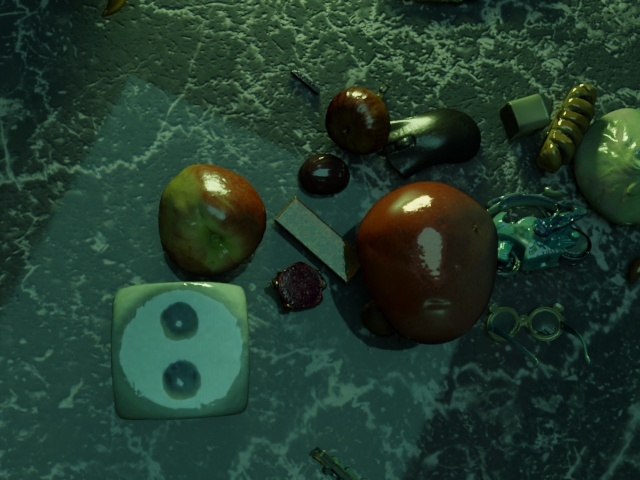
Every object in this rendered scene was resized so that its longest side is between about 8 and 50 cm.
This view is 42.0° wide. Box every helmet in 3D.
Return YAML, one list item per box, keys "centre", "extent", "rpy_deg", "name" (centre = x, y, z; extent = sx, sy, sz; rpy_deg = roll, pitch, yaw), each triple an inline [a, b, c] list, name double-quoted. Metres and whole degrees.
- centre: [0.013, -0.156, 1.904]
  extent: [0.123, 0.070, 0.098]
  rpy_deg: [-8, 81, -9]
  name: "helmet"

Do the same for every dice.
- centre: [-0.282, 0.226, 1.692]
  extent: [0.264, 0.268, 0.263]
  rpy_deg: [-1, 80, -10]
  name: "dice"

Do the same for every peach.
- centre: [-0.241, -0.054, 1.782]
  extent: [0.232, 0.257, 0.233]
  rpy_deg: [-8, 122, -13]
  name: "peach"

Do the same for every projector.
- centre: [0.486, -0.295, 1.992]
  extent: [0.082, 0.083, 0.083]
  rpy_deg: [-17, 84, -11]
  name: "projector"

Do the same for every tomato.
- centre: [0.238, 0.045, 1.764]
  extent: [0.272, 0.341, 0.342]
  rpy_deg: [-28, 84, 29]
  name: "tomato"

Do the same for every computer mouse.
- centre: [0.259, -0.240, 1.952]
  extent: [0.264, 0.088, 0.147]
  rpy_deg: [-19, 81, -9]
  name: "computer mouse"

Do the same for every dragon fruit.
- centre: [-0.051, 0.104, 1.854]
  extent: [0.126, 0.068, 0.112]
  rpy_deg: [-30, 97, -25]
  name: "dragon fruit"

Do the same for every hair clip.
- centre: [0.056, 0.511, 1.810]
  extent: [0.173, 0.049, 0.049]
  rpy_deg: [41, 77, -5]
  name: "hair clip"

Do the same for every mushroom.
- centre: [0.133, 0.151, 1.870]
  extent: [0.088, 0.072, 0.130]
  rpy_deg: [-13, 73, 30]
  name: "mushroom"

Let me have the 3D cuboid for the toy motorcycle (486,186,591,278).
- centre: [0.485, -0.018, 1.923]
  extent: [0.260, 0.154, 0.206]
  rpy_deg: [-10, 59, -6]
  name: "toy motorcycle"

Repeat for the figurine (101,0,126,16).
- centre: [-0.518, -0.728, 1.839]
  extent: [0.387, 0.268, 0.401]
  rpy_deg: [-49, 124, -29]
  name: "figurine"

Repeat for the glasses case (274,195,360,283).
- centre: [0.000, 0.000, 1.885]
  extent: [0.218, 0.049, 0.075]
  rpy_deg: [41, 84, 0]
  name: "glasses case"

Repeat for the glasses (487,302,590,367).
- centre: [0.486, 0.233, 1.856]
  extent: [0.189, 0.221, 0.088]
  rpy_deg: [1, 119, -10]
  name: "glasses"

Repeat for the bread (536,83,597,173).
- centre: [0.584, -0.258, 1.973]
  extent: [0.081, 0.134, 0.225]
  rpy_deg: [26, 77, 6]
  name: "bread"

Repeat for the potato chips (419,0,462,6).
- centre: [0.318, -0.767, 2.044]
  extent: [0.388, 0.097, 0.374]
  rpy_deg: [0, 81, -7]
  name: "potato chips"

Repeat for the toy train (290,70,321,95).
- centre: [-0.035, -0.375, 1.962]
  extent: [0.083, 0.017, 0.017]
  rpy_deg: [40, 75, -1]
  name: "toy train"

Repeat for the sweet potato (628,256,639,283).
- centre: [0.824, 0.045, 2.000]
  extent: [0.202, 0.058, 0.055]
  rpy_deg: [-23, 105, -12]
  name: "sweet potato"

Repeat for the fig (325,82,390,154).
- centre: [0.085, -0.282, 1.913]
  extent: [0.149, 0.202, 0.148]
  rpy_deg: [11, 113, -8]
  name: "fig"

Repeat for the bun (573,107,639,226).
- centre: [0.756, -0.187, 1.964]
  extent: [0.293, 0.187, 0.293]
  rpy_deg: [2, 78, -9]
  name: "bun"
